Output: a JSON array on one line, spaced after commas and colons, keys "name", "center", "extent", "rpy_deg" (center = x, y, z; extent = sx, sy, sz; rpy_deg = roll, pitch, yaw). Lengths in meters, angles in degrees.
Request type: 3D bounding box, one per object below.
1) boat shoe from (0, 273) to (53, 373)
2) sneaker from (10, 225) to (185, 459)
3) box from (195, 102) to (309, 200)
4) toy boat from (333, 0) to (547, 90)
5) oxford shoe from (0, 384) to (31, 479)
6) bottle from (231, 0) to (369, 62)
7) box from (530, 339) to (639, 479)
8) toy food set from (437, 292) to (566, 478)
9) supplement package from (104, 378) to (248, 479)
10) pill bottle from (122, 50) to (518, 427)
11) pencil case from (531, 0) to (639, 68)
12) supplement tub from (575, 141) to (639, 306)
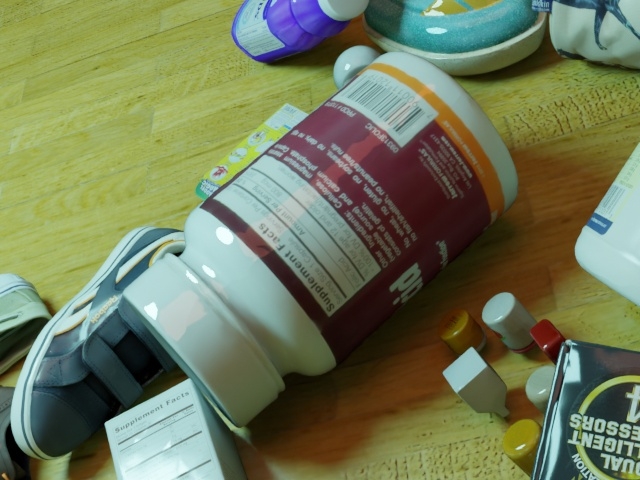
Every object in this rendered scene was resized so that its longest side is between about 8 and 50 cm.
[{"name": "boat shoe", "center": [-0.468, 0.156, 1.295], "extent": [0.302, 0.109, 0.094], "rpy_deg": [-41, 48, -17]}, {"name": "sneaker", "center": [-0.223, 0.108, 1.201], "extent": [0.127, 0.126, 0.321], "rpy_deg": [2, 50, 35]}, {"name": "box", "center": [-0.070, -0.095, 1.369], "extent": [0.179, 0.043, 0.105], "rpy_deg": [-42, 46, -16]}, {"name": "toy boat", "center": [0.136, -0.266, 1.345], "extent": [0.267, 0.148, 0.318], "rpy_deg": [20, 61, 37]}, {"name": "oxford shoe", "center": [-0.384, 0.273, 1.157], "extent": [0.098, 0.097, 0.271], "rpy_deg": [0, 51, 19]}, {"name": "bottle", "center": [-0.027, -0.313, 1.429], "extent": [0.118, 0.092, 0.283], "rpy_deg": [-57, 22, -12]}, {"name": "box", "center": [0.337, 0.260, 0.753], "extent": [0.394, 0.097, 0.318], "rpy_deg": [9, 77, 32]}, {"name": "toy food set", "center": [0.203, 0.142, 1.008], "extent": [0.111, 0.104, 0.232], "rpy_deg": [-42, 26, 5]}, {"name": "supplement package", "center": [-0.131, 0.249, 1.044], "extent": [0.105, 0.105, 0.179], "rpy_deg": [-28, 44, 1]}, {"name": "pill bottle", "center": [0.000, 0.000, 1.120], "extent": [0.392, 0.224, 0.224], "rpy_deg": [-41, 46, -12]}, {"name": "pencil case", "center": [0.453, -0.270, 1.171], "extent": [0.410, 0.184, 0.160], "rpy_deg": [14, 57, 34]}, {"name": "supplement tub", "center": [0.398, -0.059, 0.897], "extent": [0.235, 0.235, 0.325], "rpy_deg": [39, 101, 44]}]
